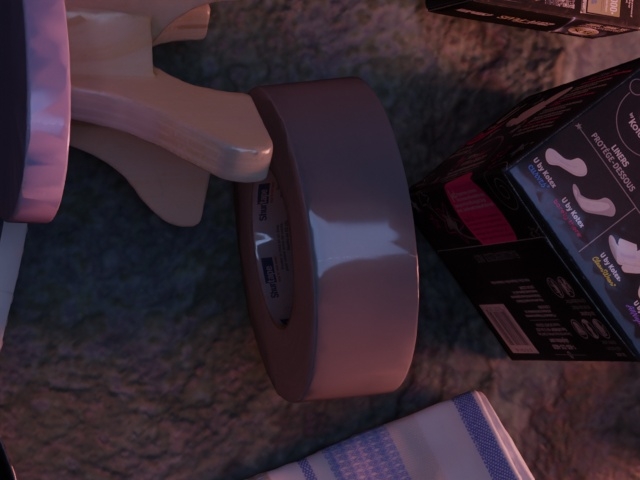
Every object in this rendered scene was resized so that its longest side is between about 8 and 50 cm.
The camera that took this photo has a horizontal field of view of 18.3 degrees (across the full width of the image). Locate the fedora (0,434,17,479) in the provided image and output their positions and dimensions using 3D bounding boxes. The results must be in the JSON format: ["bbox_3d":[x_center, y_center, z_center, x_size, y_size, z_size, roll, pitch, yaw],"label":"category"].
[{"bbox_3d":[-0.341,0.176,1.177,0.334,0.152,0.334,0,97,2],"label":"fedora"}]

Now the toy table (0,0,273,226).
[{"bbox_3d":[-0.137,-0.116,1.324,0.161,0.252,0.274,1,47,-18],"label":"toy table"}]

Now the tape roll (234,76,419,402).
[{"bbox_3d":[0.000,0.000,1.357,0.072,0.219,0.219,-7,88,-14],"label":"tape roll"}]

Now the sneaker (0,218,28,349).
[{"bbox_3d":[-0.282,0.105,1.328,0.128,0.126,0.321,12,72,-19],"label":"sneaker"}]

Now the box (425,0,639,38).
[{"bbox_3d":[0.166,-0.250,1.475,0.147,0.077,0.180,6,88,-23],"label":"box"}]

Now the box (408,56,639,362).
[{"bbox_3d":[0.184,-0.015,1.390,0.142,0.247,0.163,-37,96,-13],"label":"box"}]

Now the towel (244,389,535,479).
[{"bbox_3d":[0.034,0.231,1.393,0.285,0.034,0.209,-20,57,-13],"label":"towel"}]
